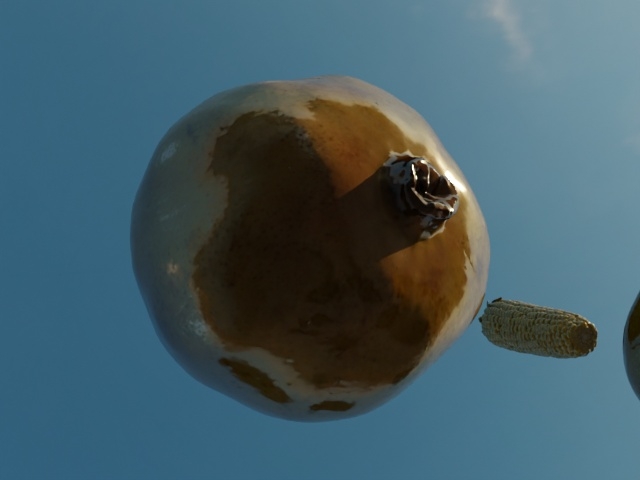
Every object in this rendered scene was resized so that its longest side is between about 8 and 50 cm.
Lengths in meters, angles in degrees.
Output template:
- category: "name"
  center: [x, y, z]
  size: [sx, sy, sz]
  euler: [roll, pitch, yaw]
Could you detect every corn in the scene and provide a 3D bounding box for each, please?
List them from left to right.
- category: "corn"
  center: [0.369, 0.153, 1.407]
  size: [0.091, 0.260, 0.091]
  euler: [12, -93, -20]

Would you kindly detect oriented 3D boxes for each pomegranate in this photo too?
- category: "pomegranate"
  center: [0.000, 0.000, 0.937]
  size: [0.416, 0.416, 0.417]
  euler: [1, -93, -18]

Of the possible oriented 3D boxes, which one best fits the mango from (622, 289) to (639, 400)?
- category: "mango"
  center: [0.348, 0.078, 0.751]
  size: [0.136, 0.099, 0.227]
  euler: [-10, -54, -10]
